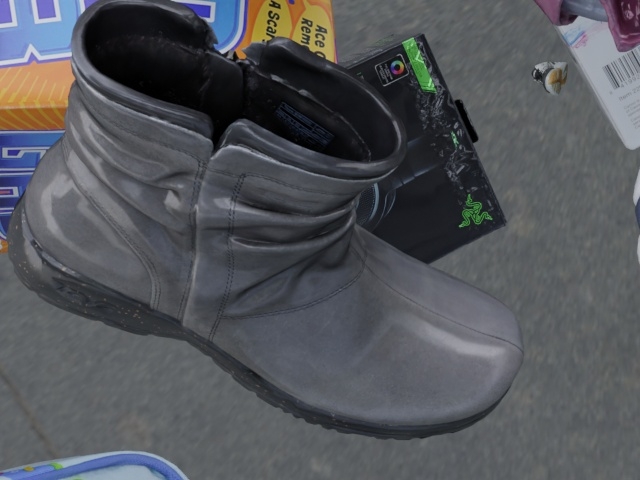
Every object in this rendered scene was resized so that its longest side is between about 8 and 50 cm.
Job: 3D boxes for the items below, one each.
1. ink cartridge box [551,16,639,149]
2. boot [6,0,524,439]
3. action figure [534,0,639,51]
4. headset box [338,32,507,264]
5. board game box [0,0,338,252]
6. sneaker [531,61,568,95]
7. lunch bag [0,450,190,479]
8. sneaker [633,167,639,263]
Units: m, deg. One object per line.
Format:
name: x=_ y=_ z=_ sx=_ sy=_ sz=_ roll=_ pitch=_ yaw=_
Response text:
ink cartridge box: x=0.350 y=-0.289 z=1.683 sx=0.226 sy=0.131 sz=0.306 roll=-30 pitch=116 yaw=9
boot: x=0.000 y=0.000 z=0.869 sx=0.338 sy=0.118 sz=0.223 roll=16 pitch=147 yaw=-17
action figure: x=0.084 y=-0.182 z=0.688 sx=0.275 sy=0.370 sz=0.248 roll=2 pitch=100 yaw=4
headset box: x=0.044 y=-0.077 z=1.782 sx=0.283 sy=0.131 sz=0.246 roll=-26 pitch=101 yaw=-9
board game box: x=-0.197 y=-0.215 z=1.402 sx=0.356 sy=0.356 sz=0.357 roll=-3 pitch=72 yaw=-9
sneaker: x=0.253 y=-0.181 z=1.743 sx=0.037 sy=0.083 sz=0.032 roll=8 pitch=106 yaw=15
lunch bag: x=-0.103 y=0.193 z=0.561 sx=0.090 sy=0.176 sz=0.219 roll=-20 pitch=83 yaw=53
sneaker: x=0.207 y=0.042 z=0.430 sx=0.235 sy=0.094 sz=0.153 roll=6 pitch=64 yaw=-6
